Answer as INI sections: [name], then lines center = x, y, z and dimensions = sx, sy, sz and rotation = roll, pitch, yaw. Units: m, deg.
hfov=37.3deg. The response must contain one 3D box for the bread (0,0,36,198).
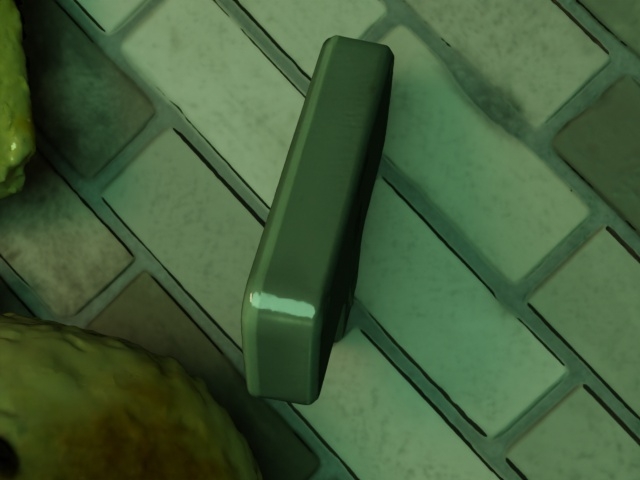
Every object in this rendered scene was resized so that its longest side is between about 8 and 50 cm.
[bread]
center = -0.351, -0.141, 0.774
dimensions = 0.264, 0.198, 0.236
rotation = -12, 47, 22

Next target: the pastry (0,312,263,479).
[pastry]
center = -0.220, 0.236, 0.638
dimensions = 0.313, 0.389, 0.388
rotation = -29, 83, 40

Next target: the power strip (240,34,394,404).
[power strip]
center = -0.001, 0.000, 0.698
dimensions = 0.059, 0.193, 0.264
rotation = 10, 53, 7
